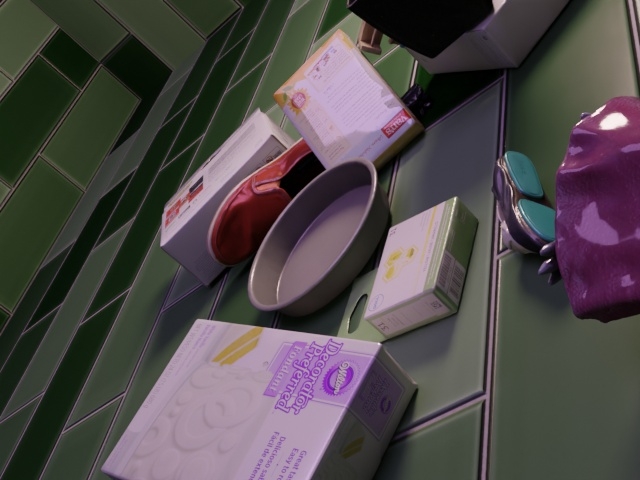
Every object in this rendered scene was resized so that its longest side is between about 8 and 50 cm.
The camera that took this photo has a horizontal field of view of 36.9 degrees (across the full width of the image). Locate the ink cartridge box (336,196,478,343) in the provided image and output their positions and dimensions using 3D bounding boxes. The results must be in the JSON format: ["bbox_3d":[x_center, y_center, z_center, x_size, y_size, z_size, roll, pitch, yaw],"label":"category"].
[{"bbox_3d":[0.093,0.056,1.274,0.235,0.056,0.171,-27,30,39],"label":"ink cartridge box"}]

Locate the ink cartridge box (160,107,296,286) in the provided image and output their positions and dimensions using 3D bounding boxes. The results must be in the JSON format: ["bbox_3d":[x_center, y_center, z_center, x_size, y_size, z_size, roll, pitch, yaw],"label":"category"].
[{"bbox_3d":[-0.173,-0.098,1.939,0.309,0.130,0.272,-44,20,9],"label":"ink cartridge box"}]

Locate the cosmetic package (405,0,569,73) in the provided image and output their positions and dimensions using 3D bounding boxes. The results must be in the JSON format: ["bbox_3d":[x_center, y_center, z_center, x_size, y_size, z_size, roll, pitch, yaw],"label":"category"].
[{"bbox_3d":[0.336,-0.454,1.624,0.377,0.097,0.284,-52,24,-8],"label":"cosmetic package"}]

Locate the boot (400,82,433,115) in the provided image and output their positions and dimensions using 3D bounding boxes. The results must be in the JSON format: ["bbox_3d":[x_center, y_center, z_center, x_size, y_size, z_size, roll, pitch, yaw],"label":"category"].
[{"bbox_3d":[0.140,-0.235,1.693,0.099,0.045,0.121,-48,28,6],"label":"boot"}]

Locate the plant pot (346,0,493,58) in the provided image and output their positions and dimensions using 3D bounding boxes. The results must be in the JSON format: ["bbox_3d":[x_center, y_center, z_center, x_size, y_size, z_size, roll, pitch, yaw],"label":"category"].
[{"bbox_3d":[0.168,-0.403,1.509,0.188,0.167,0.187,-39,24,26],"label":"plant pot"}]

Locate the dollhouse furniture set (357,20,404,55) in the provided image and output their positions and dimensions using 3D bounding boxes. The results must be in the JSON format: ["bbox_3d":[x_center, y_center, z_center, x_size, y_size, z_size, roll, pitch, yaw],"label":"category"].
[{"bbox_3d":[0.151,-0.421,1.685,0.129,0.129,0.183,-96,21,-64],"label":"dollhouse furniture set"}]

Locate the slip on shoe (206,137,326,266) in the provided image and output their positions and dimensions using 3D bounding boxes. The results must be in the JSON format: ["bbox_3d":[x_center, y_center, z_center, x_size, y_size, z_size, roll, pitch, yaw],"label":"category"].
[{"bbox_3d":[-0.077,-0.075,1.746,0.331,0.123,0.101,-41,26,4],"label":"slip on shoe"}]

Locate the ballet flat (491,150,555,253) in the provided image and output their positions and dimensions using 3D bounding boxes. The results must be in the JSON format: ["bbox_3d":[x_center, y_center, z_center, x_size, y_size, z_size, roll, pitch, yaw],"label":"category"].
[{"bbox_3d":[0.241,-0.028,1.131,0.074,0.074,0.203,-40,29,21],"label":"ballet flat"}]

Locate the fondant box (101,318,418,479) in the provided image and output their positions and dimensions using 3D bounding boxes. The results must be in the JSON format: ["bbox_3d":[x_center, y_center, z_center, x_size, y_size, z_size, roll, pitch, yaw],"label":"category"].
[{"bbox_3d":[-0.079,0.225,1.148,0.330,0.096,0.238,3,53,43],"label":"fondant box"}]

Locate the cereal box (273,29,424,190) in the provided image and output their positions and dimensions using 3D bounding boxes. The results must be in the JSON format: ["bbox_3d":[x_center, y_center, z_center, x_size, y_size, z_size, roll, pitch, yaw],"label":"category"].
[{"bbox_3d":[0.044,-0.222,1.656,0.173,0.047,0.240,-42,65,16],"label":"cereal box"}]

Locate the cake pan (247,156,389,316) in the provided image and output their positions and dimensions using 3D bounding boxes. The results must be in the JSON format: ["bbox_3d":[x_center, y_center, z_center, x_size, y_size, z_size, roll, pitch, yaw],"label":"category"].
[{"bbox_3d":[0.000,0.000,1.519,0.293,0.054,0.293,-40,27,25],"label":"cake pan"}]

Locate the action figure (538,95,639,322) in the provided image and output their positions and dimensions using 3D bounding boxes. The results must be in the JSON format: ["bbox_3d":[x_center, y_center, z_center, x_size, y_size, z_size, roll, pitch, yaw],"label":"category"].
[{"bbox_3d":[0.373,-0.016,0.780,0.276,0.248,0.370,-11,8,-42],"label":"action figure"}]
